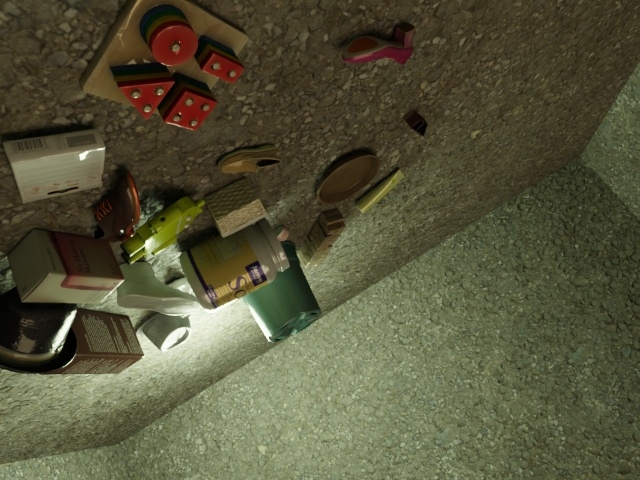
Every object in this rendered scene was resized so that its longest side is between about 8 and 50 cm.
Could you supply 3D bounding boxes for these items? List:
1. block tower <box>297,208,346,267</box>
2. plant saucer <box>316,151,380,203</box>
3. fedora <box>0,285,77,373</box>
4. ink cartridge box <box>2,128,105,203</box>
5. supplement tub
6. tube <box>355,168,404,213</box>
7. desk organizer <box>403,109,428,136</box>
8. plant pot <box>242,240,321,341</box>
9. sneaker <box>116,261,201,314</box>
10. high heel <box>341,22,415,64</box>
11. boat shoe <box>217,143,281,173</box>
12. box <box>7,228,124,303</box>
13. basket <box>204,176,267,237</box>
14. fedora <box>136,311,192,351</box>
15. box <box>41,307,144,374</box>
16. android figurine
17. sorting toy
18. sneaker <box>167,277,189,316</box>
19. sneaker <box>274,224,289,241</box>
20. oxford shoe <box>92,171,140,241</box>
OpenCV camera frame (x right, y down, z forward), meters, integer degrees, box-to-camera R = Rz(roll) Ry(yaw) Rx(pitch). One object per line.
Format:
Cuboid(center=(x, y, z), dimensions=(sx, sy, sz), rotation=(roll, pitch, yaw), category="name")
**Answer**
Cuboid(center=(0.000, 0.000, 2.121), dimensions=(0.097, 0.091, 0.335), rotation=(-16, 154, -32), category="block tower")
Cuboid(center=(0.101, -0.239, 1.801), dimensions=(0.278, 0.041, 0.278), rotation=(-28, 159, -12), category="plant saucer")
Cuboid(center=(-0.779, 0.204, 1.282), dimensions=(0.152, 0.334, 0.334), rotation=(-52, 156, 5), category="fedora")
Cuboid(center=(-0.585, -0.164, 1.061), dimensions=(0.181, 0.056, 0.224), rotation=(-19, 174, -30), category="ink cartridge box")
Cuboid(center=(-0.302, 0.082, 1.687), dimensions=(0.331, 0.241, 0.241), rotation=(-27, 158, -10), category="supplement tub")
Cuboid(center=(0.259, -0.214, 2.049), dimensions=(0.240, 0.062, 0.070), rotation=(-40, -162, 8), category="tube")
Cuboid(center=(0.353, -0.423, 1.720), dimensions=(0.047, 0.050, 0.130), rotation=(-41, 157, 23), category="desk organizer")
Cuboid(center=(-0.182, 0.231, 2.050), dimensions=(0.341, 0.334, 0.341), rotation=(-27, 158, -12), category="plant pot")
Cuboid(center=(-0.544, 0.152, 1.606), dimensions=(0.292, 0.169, 0.108), rotation=(20, 125, -44), category="sneaker")
Cuboid(center=(0.152, -0.489, 1.267), dimensions=(0.244, 0.082, 0.117), rotation=(-35, 152, -27), category="high heel")
Cuboid(center=(-0.201, -0.226, 1.377), dimensions=(0.190, 0.072, 0.068), rotation=(-22, 157, -22), category="boat shoe")
Cuboid(center=(-0.684, 0.076, 1.289), dimensions=(0.127, 0.149, 0.232), rotation=(-39, 158, 16), category="box")
Cuboid(center=(-0.268, -0.107, 1.495), dimensions=(0.167, 0.113, 0.103), rotation=(-29, 156, -8), category="basket")
Cuboid(center=(-0.655, 0.394, 2.058), dimensions=(0.275, 0.124, 0.243), rotation=(-43, 155, 28), category="fedora")
Cuboid(center=(-0.816, 0.360, 1.678), dimensions=(0.143, 0.191, 0.381), rotation=(-33, 158, 4), category="box")
Cuboid(center=(-0.450, -0.035, 1.377), dimensions=(0.273, 0.056, 0.248), rotation=(-40, 179, -30), category="android figurine")
Cuboid(center=(-0.297, -0.346, 0.963), dimensions=(0.257, 0.089, 0.255), rotation=(-42, 156, 26), category="sorting toy")
Cuboid(center=(-0.540, 0.230, 1.863), dimensions=(0.090, 0.115, 0.232), rotation=(-23, 157, -20), category="sneaker")
Cuboid(center=(-0.182, -0.003, 1.920), dimensions=(0.134, 0.051, 0.070), rotation=(-41, 152, 12), category="sneaker")
Cuboid(center=(-0.535, -0.075, 1.239), dimensions=(0.098, 0.097, 0.271), rotation=(-8, 149, -34), category="oxford shoe")
